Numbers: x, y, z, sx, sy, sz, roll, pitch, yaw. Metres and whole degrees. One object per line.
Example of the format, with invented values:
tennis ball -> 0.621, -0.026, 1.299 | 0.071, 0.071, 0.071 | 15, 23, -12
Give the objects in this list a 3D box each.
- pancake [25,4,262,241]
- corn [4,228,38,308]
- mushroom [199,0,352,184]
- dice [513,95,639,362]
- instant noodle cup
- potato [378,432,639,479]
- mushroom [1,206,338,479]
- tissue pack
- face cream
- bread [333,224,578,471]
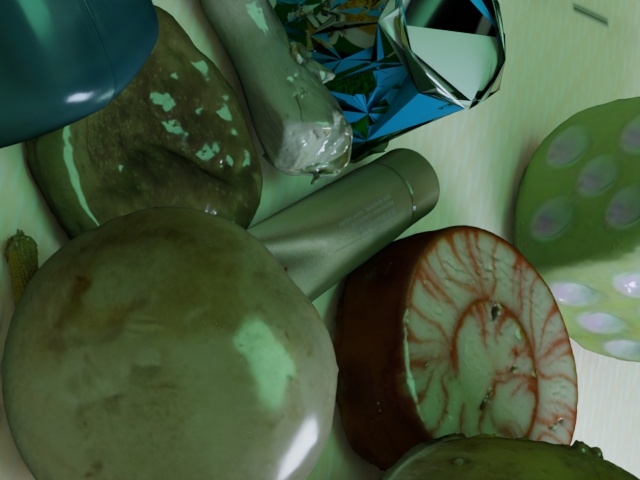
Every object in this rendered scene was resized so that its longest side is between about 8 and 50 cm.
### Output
pancake -> -0.163, -0.093, 1.757 | 0.294, 0.049, 0.294 | 19, 64, -45
corn -> -0.262, 0.031, 1.622 | 0.028, 0.027, 0.083 | -3, 85, -40
mushroom -> -0.057, -0.184, 1.870 | 0.278, 0.099, 0.096 | 61, 21, -3
dice -> 0.399, -0.011, 2.237 | 0.252, 0.254, 0.250 | 41, 52, -37
instant noodle cup -> 0.077, -0.214, 1.973 | 0.240, 0.178, 0.240 | 16, 68, -46
potato -> 0.221, 0.400, 1.786 | 0.442, 0.319, 0.385 | -48, 133, -33
mushroom -> -0.125, 0.111, 1.621 | 0.290, 0.292, 0.292 | -22, 98, -82
tissue pack -> -0.286, -0.217, 1.527 | 0.287, 0.198, 0.206 | 61, 40, -20
face cream -> 0.000, 0.000, 1.903 | 0.341, 0.084, 0.137 | -33, 130, -46
bread -> 0.149, 0.135, 2.011 | 0.328, 0.114, 0.295 | 26, 61, -42
